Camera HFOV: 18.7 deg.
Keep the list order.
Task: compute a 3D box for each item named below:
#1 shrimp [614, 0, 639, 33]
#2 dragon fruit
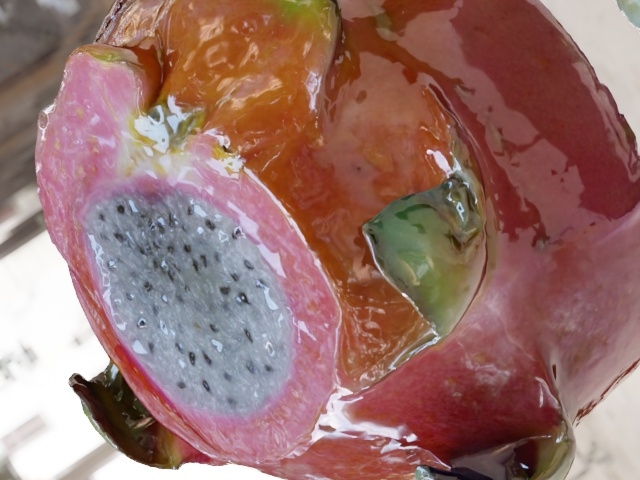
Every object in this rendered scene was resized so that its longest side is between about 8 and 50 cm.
[{"bbox_3d":[0.179,-0.094,0.765,0.051,0.150,0.217,-32,90,44],"label":"shrimp"},{"bbox_3d":[0.000,0.000,0.838,0.290,0.189,0.291,32,142,29],"label":"dragon fruit"}]
